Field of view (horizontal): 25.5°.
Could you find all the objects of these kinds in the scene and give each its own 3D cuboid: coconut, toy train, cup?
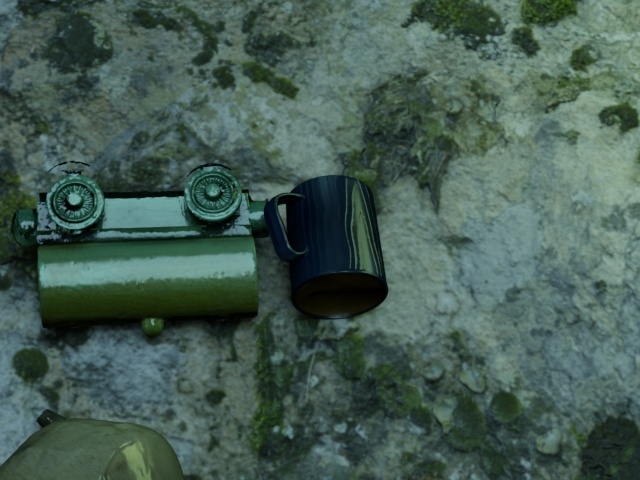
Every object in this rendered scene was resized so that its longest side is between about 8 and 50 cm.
[{"bbox_3d":[-0.231,0.285,1.446,0.224,0.224,0.224,3,61,-5],"label":"coconut"},{"bbox_3d":[-0.204,0.011,1.639,0.308,0.126,0.189,-2,62,-8],"label":"toy train"},{"bbox_3d":[0.011,-0.002,1.661,0.113,0.150,0.138,-15,58,14],"label":"cup"}]

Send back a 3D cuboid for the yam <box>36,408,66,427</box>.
[{"bbox_3d":[-0.211,0.250,1.563,0.234,0.027,0.029,29,36,9],"label":"yam"}]
